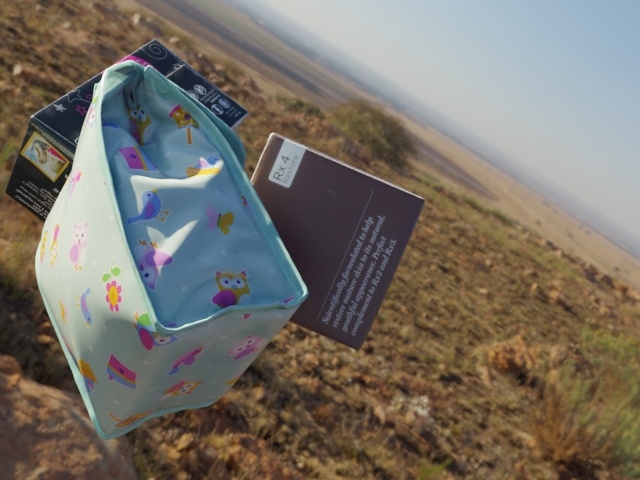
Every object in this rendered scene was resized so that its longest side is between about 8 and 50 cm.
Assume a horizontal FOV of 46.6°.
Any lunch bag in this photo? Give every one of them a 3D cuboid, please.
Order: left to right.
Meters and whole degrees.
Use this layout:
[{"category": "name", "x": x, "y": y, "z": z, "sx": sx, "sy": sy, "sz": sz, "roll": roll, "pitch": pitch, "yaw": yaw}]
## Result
[{"category": "lunch bag", "x": -0.154, "y": 0.006, "z": 0.658, "sx": 0.160, "sy": 0.223, "sz": 0.262, "roll": -10, "pitch": 61, "yaw": -36}]

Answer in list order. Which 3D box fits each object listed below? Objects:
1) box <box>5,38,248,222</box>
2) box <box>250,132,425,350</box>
[{"category": "box", "x": -0.231, "y": -0.109, "z": 0.921, "sx": 0.163, "sy": 0.142, "sz": 0.247, "roll": 38, "pitch": 42, "yaw": -3}, {"category": "box", "x": 0.000, "y": 0.000, "z": 0.815, "sx": 0.167, "sy": 0.168, "sz": 0.203, "roll": 24, "pitch": 3, "yaw": 2}]
